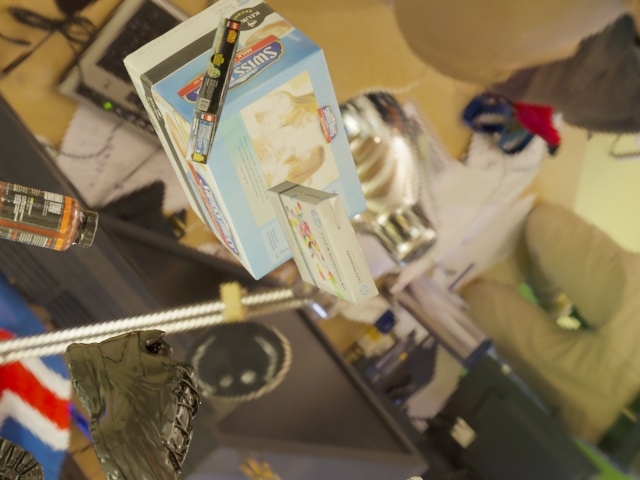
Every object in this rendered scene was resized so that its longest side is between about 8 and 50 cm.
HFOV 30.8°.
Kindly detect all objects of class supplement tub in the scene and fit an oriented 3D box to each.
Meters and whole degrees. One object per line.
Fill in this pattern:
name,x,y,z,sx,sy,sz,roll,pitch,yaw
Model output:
supplement tub,-0.521,-0.040,2.173,0.198,0.106,0.106,14,124,-18

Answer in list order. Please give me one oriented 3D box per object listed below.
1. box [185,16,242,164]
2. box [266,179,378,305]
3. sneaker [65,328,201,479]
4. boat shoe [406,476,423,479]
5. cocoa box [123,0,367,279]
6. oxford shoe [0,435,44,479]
box,-0.118,-0.165,1.285,0.094,0.027,0.137,112,-9,-58
box,0.000,0.000,1.537,0.038,0.186,0.145,-28,108,-18
sneaker,-0.181,0.189,1.229,0.130,0.286,0.109,-21,135,-10
boat shoe,0.085,0.305,1.149,0.040,0.142,0.049,4,162,-11
cocoa box,-0.106,-0.161,1.797,0.231,0.228,0.347,-33,138,-13
oxford shoe,-0.378,0.195,1.120,0.083,0.227,0.096,-53,-175,-30
